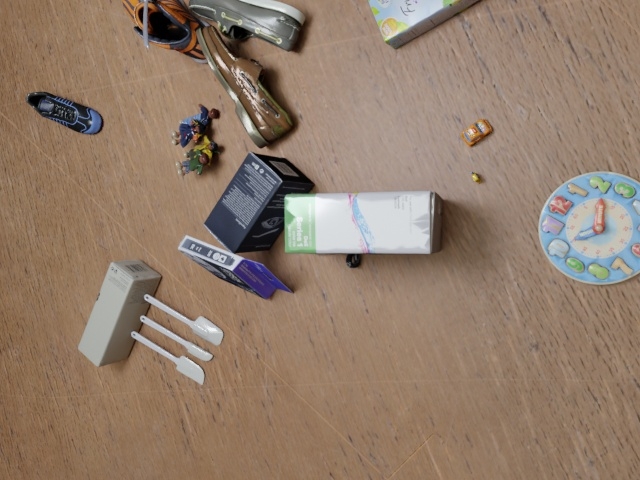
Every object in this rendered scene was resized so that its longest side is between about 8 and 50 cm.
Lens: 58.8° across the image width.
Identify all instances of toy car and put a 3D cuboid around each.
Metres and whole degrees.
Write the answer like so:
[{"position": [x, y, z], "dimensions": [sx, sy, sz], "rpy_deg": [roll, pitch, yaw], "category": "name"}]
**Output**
[{"position": [0.314, -0.177, 1.116], "dimensions": [0.060, 0.040, 0.122], "rpy_deg": [-16, 85, 26], "category": "toy car"}]

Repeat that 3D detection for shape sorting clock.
[{"position": [0.505, -0.022, 1.029], "dimensions": [0.206, 0.040, 0.206], "rpy_deg": [1, 93, 26], "category": "shape sorting clock"}]

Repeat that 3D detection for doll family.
[{"position": [-0.299, -0.249, 1.396], "dimensions": [0.111, 0.076, 0.193], "rpy_deg": [-17, 82, 30], "category": "doll family"}]

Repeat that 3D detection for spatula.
[{"position": [-0.375, 0.246, 1.472], "dimensions": [0.242, 0.019, 0.168], "rpy_deg": [28, 110, 14], "category": "spatula"}]

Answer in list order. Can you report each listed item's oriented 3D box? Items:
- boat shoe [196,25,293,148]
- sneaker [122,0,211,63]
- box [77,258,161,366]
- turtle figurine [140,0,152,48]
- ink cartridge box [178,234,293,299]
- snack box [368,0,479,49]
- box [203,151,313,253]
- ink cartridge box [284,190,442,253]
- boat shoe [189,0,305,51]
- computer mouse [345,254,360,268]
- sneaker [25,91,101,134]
[{"position": [-0.170, -0.368, 1.309], "dimensions": [0.104, 0.111, 0.307], "rpy_deg": [-30, 95, 11], "category": "boat shoe"}, {"position": [-0.400, -0.550, 1.371], "dimensions": [0.321, 0.180, 0.124], "rpy_deg": [34, 106, 21], "category": "sneaker"}, {"position": [-0.534, 0.191, 1.510], "dimensions": [0.094, 0.113, 0.275], "rpy_deg": [33, 104, 22], "category": "box"}, {"position": [-0.350, -0.613, 1.190], "dimensions": [0.275, 0.198, 0.266], "rpy_deg": [-42, 79, -16], "category": "turtle figurine"}, {"position": [-0.186, 0.071, 1.283], "dimensions": [0.208, 0.206, 0.045], "rpy_deg": [18, 74, 24], "category": "ink cartridge box"}, {"position": [0.198, -0.517, 1.142], "dimensions": [0.207, 0.070, 0.174], "rpy_deg": [-25, 81, 26], "category": "snack box"}, {"position": [-0.138, -0.081, 1.279], "dimensions": [0.108, 0.153, 0.207], "rpy_deg": [43, 108, 18], "category": "box"}, {"position": [0.092, -0.032, 1.118], "dimensions": [0.278, 0.201, 0.117], "rpy_deg": [0, 90, 17], "category": "ink cartridge box"}, {"position": [-0.184, -0.509, 1.308], "dimensions": [0.305, 0.109, 0.091], "rpy_deg": [20, 96, 20], "category": "boat shoe"}, {"position": [0.000, 0.000, 1.276], "dimensions": [0.193, 0.042, 0.106], "rpy_deg": [6, 96, 26], "category": "computer mouse"}, {"position": [-0.720, -0.357, 1.586], "dimensions": [0.232, 0.090, 0.081], "rpy_deg": [23, 102, 24], "category": "sneaker"}]
